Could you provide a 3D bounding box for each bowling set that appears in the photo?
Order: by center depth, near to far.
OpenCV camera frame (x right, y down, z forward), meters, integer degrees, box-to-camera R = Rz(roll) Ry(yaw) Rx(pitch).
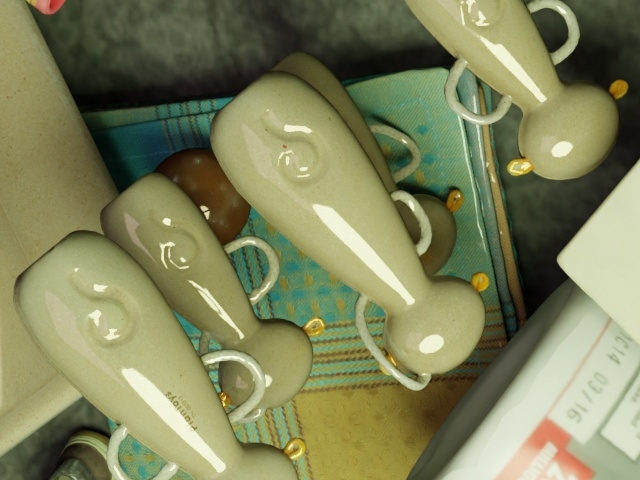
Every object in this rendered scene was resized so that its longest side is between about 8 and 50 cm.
[{"bbox_3d":[0.000,0.000,0.884,0.287,0.200,0.154,-40,94,-9],"label":"bowling set"}]

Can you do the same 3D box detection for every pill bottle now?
[{"bbox_3d":[0.183,0.159,0.855,0.283,0.161,0.161,38,122,1],"label":"pill bottle"}]

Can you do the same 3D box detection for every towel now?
[{"bbox_3d":[-0.003,0.093,1.020,0.271,0.040,0.370,-4,108,30],"label":"towel"}]

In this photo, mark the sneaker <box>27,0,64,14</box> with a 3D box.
[{"bbox_3d":[-0.158,-0.161,0.948,0.208,0.081,0.094,0,97,10],"label":"sneaker"}]

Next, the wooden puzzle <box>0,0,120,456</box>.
[{"bbox_3d":[-0.259,-0.005,1.068,0.348,0.080,0.322,-35,75,29],"label":"wooden puzzle"}]

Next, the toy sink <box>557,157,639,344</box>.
[{"bbox_3d":[0.249,0.021,0.799,0.234,0.131,0.153,44,123,13],"label":"toy sink"}]

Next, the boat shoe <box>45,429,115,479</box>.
[{"bbox_3d":[-0.155,0.185,1.127,0.056,0.049,0.152,19,117,21],"label":"boat shoe"}]
